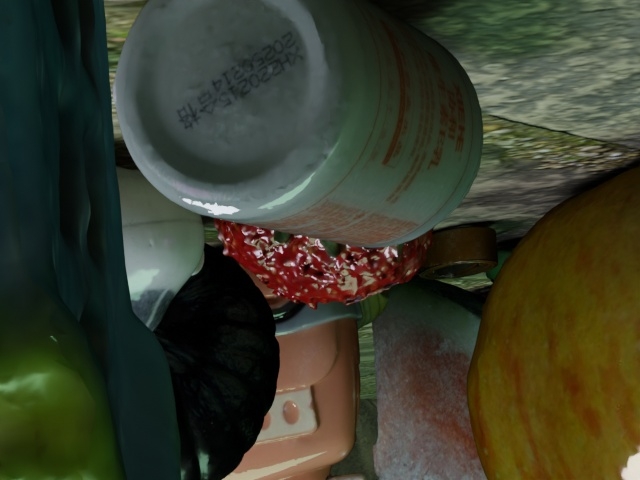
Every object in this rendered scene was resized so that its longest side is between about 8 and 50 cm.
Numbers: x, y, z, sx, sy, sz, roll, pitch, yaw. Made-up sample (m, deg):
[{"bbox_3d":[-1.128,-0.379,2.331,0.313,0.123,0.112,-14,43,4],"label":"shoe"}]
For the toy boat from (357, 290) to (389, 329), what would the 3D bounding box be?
[{"bbox_3d":[0.011,0.055,1.482,0.066,0.065,0.172,-19,170,-21],"label":"toy boat"}]

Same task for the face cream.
[{"bbox_3d":[0.016,-0.047,0.709,0.101,0.101,0.252,-12,171,22],"label":"face cream"}]

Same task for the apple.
[{"bbox_3d":[0.301,0.091,1.212,0.400,0.333,0.400,-26,169,-6],"label":"apple"}]

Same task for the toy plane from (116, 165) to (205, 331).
[{"bbox_3d":[-0.174,0.025,0.948,0.252,0.118,0.252,-13,170,-2],"label":"toy plane"}]

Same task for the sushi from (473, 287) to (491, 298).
[{"bbox_3d":[0.207,0.092,1.844,0.094,0.084,0.098,0,164,-25],"label":"sushi"}]

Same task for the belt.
[{"bbox_3d":[0.111,0.009,1.382,0.059,0.036,0.083,4,166,-28],"label":"belt"}]

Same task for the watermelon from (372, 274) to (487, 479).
[{"bbox_3d":[0.141,0.200,1.510,0.258,0.387,0.228,-51,147,9],"label":"watermelon"}]

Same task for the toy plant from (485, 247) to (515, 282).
[{"bbox_3d":[0.240,0.048,1.537,0.155,0.088,0.240,7,171,24],"label":"toy plant"}]

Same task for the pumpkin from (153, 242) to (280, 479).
[{"bbox_3d":[-0.127,0.085,1.121,0.202,0.202,0.140,-7,153,-11],"label":"pumpkin"}]

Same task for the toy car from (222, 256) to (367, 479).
[{"bbox_3d":[-0.092,0.123,1.316,0.270,0.212,0.180,-10,172,-3],"label":"toy car"}]

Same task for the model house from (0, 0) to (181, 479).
[{"bbox_3d":[-0.166,0.030,0.444,0.237,0.303,0.215,-9,178,-1],"label":"model house"}]

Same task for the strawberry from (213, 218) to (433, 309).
[{"bbox_3d":[0.001,-0.001,1.060,0.192,0.085,0.140,-12,173,31],"label":"strawberry"}]
